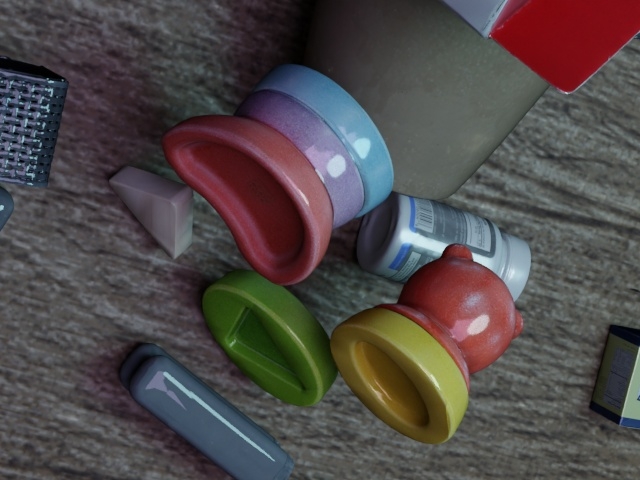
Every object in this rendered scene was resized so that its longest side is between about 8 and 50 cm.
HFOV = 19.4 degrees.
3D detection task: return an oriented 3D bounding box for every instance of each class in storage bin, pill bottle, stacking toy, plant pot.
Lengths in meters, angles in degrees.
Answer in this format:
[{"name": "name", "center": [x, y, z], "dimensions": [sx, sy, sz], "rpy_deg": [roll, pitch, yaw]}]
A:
[{"name": "storage bin", "center": [-0.291, -0.102, 1.396], "dimensions": [0.180, 0.122, 0.084], "rpy_deg": [9, 98, -23]}, {"name": "pill bottle", "center": [0.107, 0.010, 1.614], "dimensions": [0.137, 0.078, 0.078], "rpy_deg": [19, 94, -24]}, {"name": "stacking toy", "center": [0.000, 0.000, 1.485], "dimensions": [0.130, 0.279, 0.309], "rpy_deg": [-43, 111, -26]}, {"name": "plant pot", "center": [0.090, -0.163, 1.496], "dimensions": [0.263, 0.263, 0.229], "rpy_deg": [18, 111, -24]}]

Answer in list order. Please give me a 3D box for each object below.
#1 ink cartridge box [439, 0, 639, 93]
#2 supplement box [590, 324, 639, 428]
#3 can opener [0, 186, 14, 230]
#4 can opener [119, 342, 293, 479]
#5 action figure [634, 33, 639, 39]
[{"name": "ink cartridge box", "center": [0.174, -0.292, 1.330], "dimensions": [0.272, 0.130, 0.309], "rpy_deg": [41, 54, 9]}, {"name": "supplement box", "center": [0.305, 0.129, 1.728], "dimensions": [0.083, 0.056, 0.083], "rpy_deg": [11, 97, -23]}, {"name": "can opener", "center": [-0.333, 0.073, 1.447], "dimensions": [0.076, 0.095, 0.283], "rpy_deg": [34, 88, -25]}, {"name": "can opener", "center": [-0.065, 0.197, 1.590], "dimensions": [0.093, 0.074, 0.280], "rpy_deg": [-46, 113, -5]}, {"name": "action figure", "center": [0.320, -0.253, 1.596], "dimensions": [0.141, 0.164, 0.276], "rpy_deg": [34, 81, -11]}]
